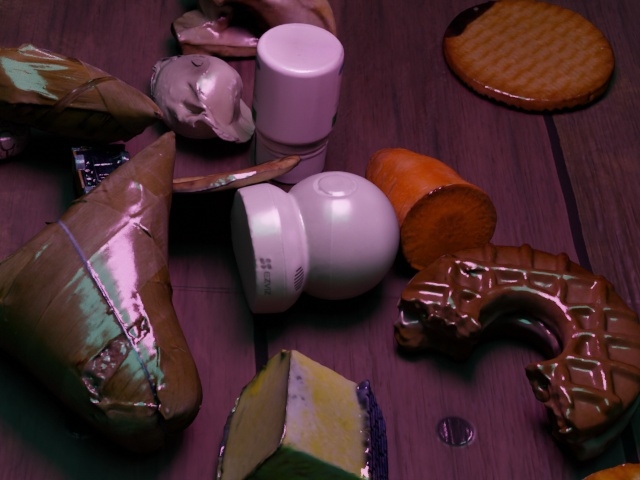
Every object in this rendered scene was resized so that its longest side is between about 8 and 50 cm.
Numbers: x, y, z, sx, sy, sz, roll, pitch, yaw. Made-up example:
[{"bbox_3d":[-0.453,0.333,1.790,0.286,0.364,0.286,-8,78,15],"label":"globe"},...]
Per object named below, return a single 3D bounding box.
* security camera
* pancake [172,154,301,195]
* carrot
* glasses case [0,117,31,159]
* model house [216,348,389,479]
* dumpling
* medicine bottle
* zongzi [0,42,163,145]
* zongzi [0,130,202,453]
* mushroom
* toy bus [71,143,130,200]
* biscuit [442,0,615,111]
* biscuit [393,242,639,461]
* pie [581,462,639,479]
[{"bbox_3d":[0.000,0.000,1.884,0.236,0.194,0.194,-9,47,-11],"label":"security camera"},{"bbox_3d":[-0.149,-0.093,1.975,0.250,0.031,0.250,-10,5,1],"label":"pancake"},{"bbox_3d":[0.145,-0.065,2.023,0.159,0.159,0.225,-15,35,-21],"label":"carrot"},{"bbox_3d":[-0.579,-0.258,2.153,0.137,0.085,0.354,-11,49,-24],"label":"glasses case"},{"bbox_3d":[-0.002,0.272,1.678,0.211,0.170,0.194,27,33,-20],"label":"model house"},{"bbox_3d":[-0.183,-0.237,2.171,0.172,0.142,0.247,21,25,-38],"label":"dumpling"},{"bbox_3d":[-0.039,-0.213,2.063,0.139,0.236,0.139,3,45,-3],"label":"medicine bottle"},{"bbox_3d":[-0.386,-0.222,1.978,0.251,0.125,0.274,17,-2,-25],"label":"zongzi"},{"bbox_3d":[-0.230,0.064,1.760,0.356,0.174,0.393,39,71,24],"label":"zongzi"},{"bbox_3d":[-0.129,-0.442,2.324,0.292,0.212,0.217,-9,54,-6],"label":"mushroom"},{"bbox_3d":[-0.322,-0.058,1.970,0.091,0.103,0.182,-5,40,-18],"label":"toy bus"},{"bbox_3d":[0.380,-0.340,2.382,0.318,0.040,0.318,2,45,-2],"label":"biscuit"},{"bbox_3d":[0.300,0.131,1.846,0.366,0.115,0.268,37,52,26],"label":"biscuit"},{"bbox_3d":[0.444,0.402,1.610,0.315,0.092,0.315,7,43,-7],"label":"pie"}]
